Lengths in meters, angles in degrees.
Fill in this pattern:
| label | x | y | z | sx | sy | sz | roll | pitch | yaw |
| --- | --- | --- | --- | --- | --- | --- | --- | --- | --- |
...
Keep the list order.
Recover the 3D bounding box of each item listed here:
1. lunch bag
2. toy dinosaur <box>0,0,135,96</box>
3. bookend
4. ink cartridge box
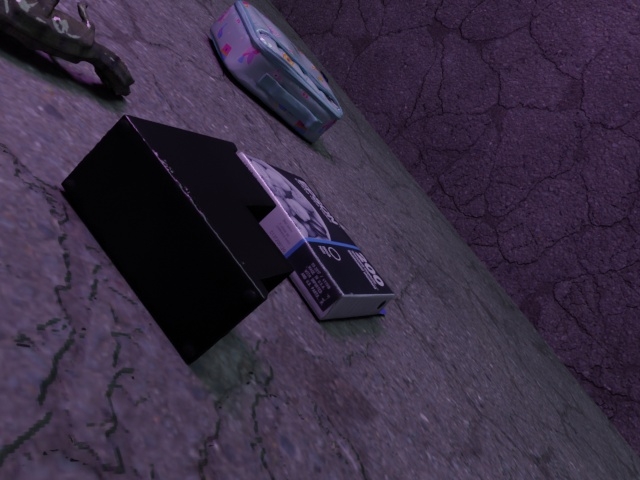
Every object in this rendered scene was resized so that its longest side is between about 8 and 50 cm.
| label | x | y | z | sx | sy | sz | roll | pitch | yaw |
| --- | --- | --- | --- | --- | --- | --- | --- | --- | --- |
| lunch bag | -0.077 | -0.327 | 1.137 | 0.279 | 0.108 | 0.224 | 33 | 22 | -42 |
| toy dinosaur | -0.263 | -0.205 | 0.482 | 0.268 | 0.064 | 0.118 | 9 | 48 | -60 |
| bookend | -0.083 | -0.006 | 0.447 | 0.156 | 0.072 | 0.157 | 51 | 16 | 9 |
| ink cartridge box | 0.000 | 0.000 | 0.693 | 0.206 | 0.045 | 0.208 | 53 | 16 | 20 |
